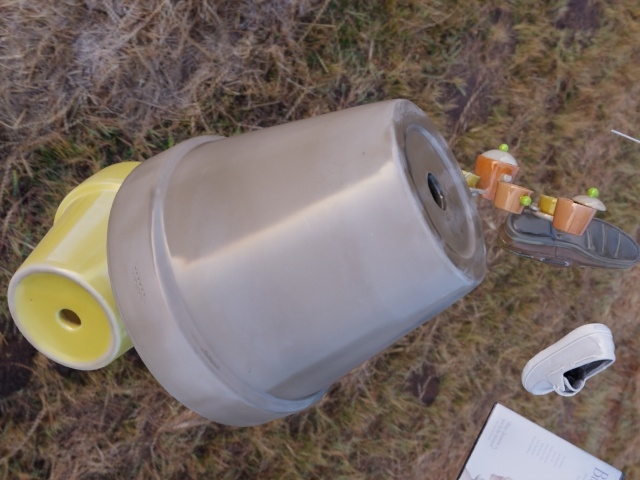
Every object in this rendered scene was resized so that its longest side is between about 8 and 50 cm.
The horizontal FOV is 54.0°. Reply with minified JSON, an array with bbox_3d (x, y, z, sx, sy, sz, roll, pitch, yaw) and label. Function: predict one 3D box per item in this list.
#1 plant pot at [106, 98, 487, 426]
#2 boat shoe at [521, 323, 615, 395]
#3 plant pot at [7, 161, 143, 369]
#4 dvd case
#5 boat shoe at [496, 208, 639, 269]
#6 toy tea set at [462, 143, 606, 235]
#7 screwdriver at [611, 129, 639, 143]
[{"bbox_3d":[0.000,0.000,0.645,0.323,0.280,0.323,39,39,-40],"label":"plant pot"},{"bbox_3d":[0.360,0.190,0.913,0.066,0.063,0.184,16,139,-19],"label":"boat shoe"},{"bbox_3d":[-0.293,0.047,0.890,0.239,0.254,0.253,-61,148,-57],"label":"plant pot"},{"bbox_3d":[0.395,0.436,1.142,0.180,0.253,0.022,-56,162,-20],"label":"dvd case"},{"bbox_3d":[0.562,0.007,1.439,0.104,0.308,0.110,98,10,-56],"label":"boat shoe"},{"bbox_3d":[0.424,-0.118,1.290,0.200,0.336,0.124,-1,112,-53],"label":"toy tea set"},{"bbox_3d":[0.711,-0.211,1.374,0.170,0.025,0.024,21,77,-14],"label":"screwdriver"}]
